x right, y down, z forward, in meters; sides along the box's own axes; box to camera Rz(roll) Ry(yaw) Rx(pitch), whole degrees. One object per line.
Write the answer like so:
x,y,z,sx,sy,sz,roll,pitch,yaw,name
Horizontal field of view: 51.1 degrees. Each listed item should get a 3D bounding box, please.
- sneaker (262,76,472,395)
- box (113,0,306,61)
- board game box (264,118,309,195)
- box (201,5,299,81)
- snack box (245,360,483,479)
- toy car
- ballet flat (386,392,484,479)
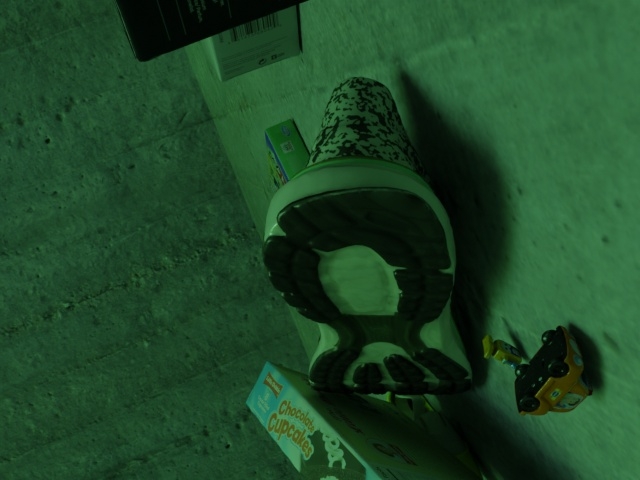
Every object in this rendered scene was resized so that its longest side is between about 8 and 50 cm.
0.062,0.021,0.604,0.410,0.158,0.182,78,-163,-57,sneaker
-0.032,-0.218,0.259,0.261,0.184,0.103,88,160,-65,box
0.000,0.000,1.023,0.213,0.046,0.317,96,150,-73,board game box
-0.086,-0.249,0.734,0.102,0.101,0.087,87,159,-64,box
0.072,0.225,0.635,0.187,0.060,0.322,26,-178,-30,snack box
0.150,0.077,0.452,0.041,0.060,0.122,25,-168,-3,toy car
0.126,0.233,0.807,0.231,0.077,0.077,-144,48,-76,ballet flat
